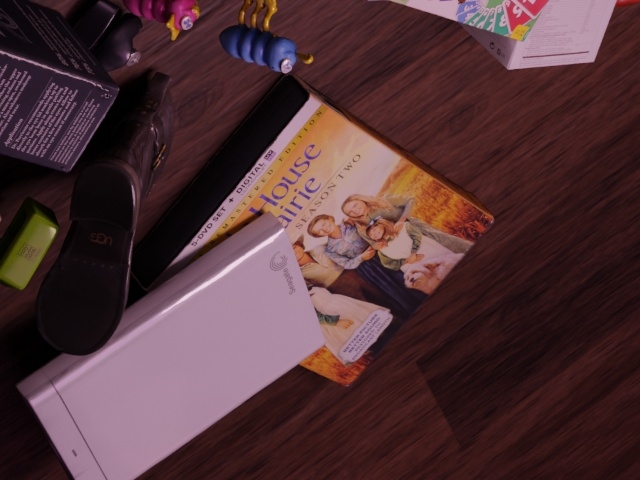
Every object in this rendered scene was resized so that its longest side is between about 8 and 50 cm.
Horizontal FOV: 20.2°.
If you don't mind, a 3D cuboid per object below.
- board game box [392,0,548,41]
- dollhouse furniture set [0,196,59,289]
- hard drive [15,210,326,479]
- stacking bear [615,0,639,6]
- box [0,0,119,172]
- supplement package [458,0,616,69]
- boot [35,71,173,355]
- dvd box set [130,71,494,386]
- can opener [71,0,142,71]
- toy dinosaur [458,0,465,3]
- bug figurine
[{"bbox_3d":[0.155,-0.287,1.851,0.259,0.039,0.124,11,118,-43],"label":"board game box"},{"bbox_3d":[-0.451,-0.026,1.841,0.301,0.151,0.198,31,90,-25],"label":"dollhouse furniture set"},{"bbox_3d":[-0.166,0.144,2.110,0.353,0.047,0.233,-35,140,-14],"label":"hard drive"},{"bbox_3d":[0.405,-0.397,2.105,0.164,0.175,0.289,31,123,-5],"label":"stacking bear"},{"bbox_3d":[-0.326,-0.170,1.741,0.207,0.153,0.108,16,115,-44],"label":"box"},{"bbox_3d":[0.266,-0.338,2.062,0.139,0.134,0.244,-8,130,-33],"label":"supplement package"},{"bbox_3d":[-0.214,-0.028,1.921,0.091,0.229,0.263,20,117,0],"label":"boot"},{"bbox_3d":[0.000,0.000,2.216,0.308,0.062,0.420,-49,139,9],"label":"dvd box set"},{"bbox_3d":[-0.250,-0.168,1.887,0.186,0.073,0.059,-54,177,20],"label":"can opener"},{"bbox_3d":[0.259,-0.345,1.752,0.218,0.164,0.322,3,118,-59],"label":"toy dinosaur"},{"bbox_3d":[-0.126,-0.263,1.771,0.072,0.216,0.279,-59,150,-23],"label":"bug figurine"}]
